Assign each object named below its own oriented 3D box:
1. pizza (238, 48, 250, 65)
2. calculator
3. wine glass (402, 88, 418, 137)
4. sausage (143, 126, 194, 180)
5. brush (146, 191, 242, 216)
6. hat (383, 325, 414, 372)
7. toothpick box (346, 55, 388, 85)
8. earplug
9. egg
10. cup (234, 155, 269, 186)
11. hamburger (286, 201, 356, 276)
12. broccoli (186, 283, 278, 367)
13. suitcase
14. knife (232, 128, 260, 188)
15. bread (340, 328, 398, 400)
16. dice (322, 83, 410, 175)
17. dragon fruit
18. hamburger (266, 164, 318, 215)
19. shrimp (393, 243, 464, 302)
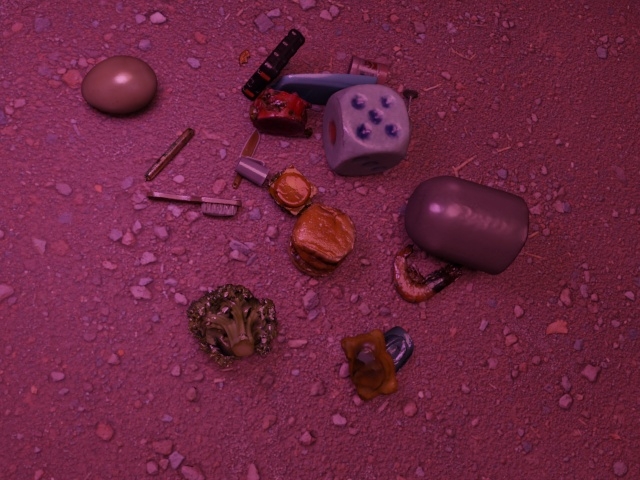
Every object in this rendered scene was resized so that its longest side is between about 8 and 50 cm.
[{"bbox_3d":[-0.299,-0.713,1.948,0.037,0.016,0.083,20,70,-7],"label":"pizza"},{"bbox_3d":[0.001,-0.566,1.863,0.387,0.256,0.054,-1,89,-17],"label":"calculator"},{"bbox_3d":[0.347,-0.482,2.026,0.074,0.074,0.262,14,77,-10],"label":"wine glass"},{"bbox_3d":[-0.540,-0.312,1.789,0.033,0.033,0.269,38,72,-3],"label":"sausage"},{"bbox_3d":[-0.444,-0.126,1.758,0.328,0.070,0.065,6,86,-11],"label":"brush"},{"bbox_3d":[0.262,0.393,1.801,0.191,0.078,0.138,-42,88,-18],"label":"hat"},{"bbox_3d":[0.188,-0.678,2.014,0.149,0.098,0.098,12,75,-10],"label":"toothpick box"},{"bbox_3d":[0.515,-0.071,1.847,0.394,0.312,0.312,17,74,-9],"label":"earplug"},{"bbox_3d":[-0.693,-0.534,1.722,0.254,0.188,0.188,-20,83,-7],"label":"egg"},{"bbox_3d":[-0.246,-0.264,1.824,0.116,0.074,0.104,28,51,-16],"label":"cup"},{"bbox_3d":[0.000,0.000,1.786,0.245,0.163,0.244,4,70,-11],"label":"hamburger"},{"bbox_3d":[-0.280,0.282,1.627,0.288,0.235,0.259,-13,56,-12],"label":"broccoli"},{"bbox_3d":[-0.177,-0.635,1.818,0.066,0.285,0.206,39,72,-18],"label":"suitcase"},{"bbox_3d":[-0.280,-0.309,1.858,0.046,0.022,0.256,22,73,-4],"label":"knife"},{"bbox_3d":[0.170,0.437,1.741,0.161,0.088,0.233,-23,83,20],"label":"bread"},{"bbox_3d":[0.164,-0.404,1.859,0.263,0.268,0.264,-5,78,-16],"label":"dice"},{"bbox_3d":[-0.142,-0.478,1.846,0.282,0.211,0.147,7,81,-39],"label":"dragon fruit"},{"bbox_3d":[-0.105,-0.176,1.832,0.164,0.093,0.189,-37,87,-16],"label":"hamburger"},{"bbox_3d":[0.406,0.107,1.912,0.290,0.054,0.222,-21,83,-13],"label":"shrimp"}]
